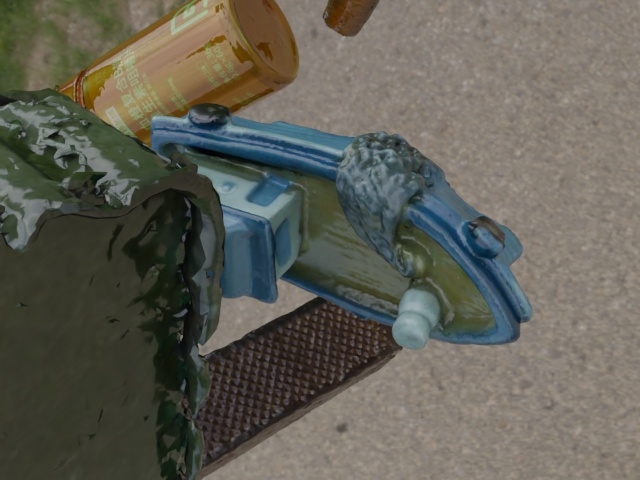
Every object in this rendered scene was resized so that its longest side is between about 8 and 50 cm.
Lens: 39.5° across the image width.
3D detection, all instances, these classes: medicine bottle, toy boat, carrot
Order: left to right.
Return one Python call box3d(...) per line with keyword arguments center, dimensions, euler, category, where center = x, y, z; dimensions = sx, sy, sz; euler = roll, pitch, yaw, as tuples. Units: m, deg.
box3d(center=(-0.119, -0.130, 0.725), dimensions=(0.191, 0.096, 0.096), euler=(-22, 66, 27), category="medicine bottle")
box3d(center=(0.000, 0.000, 0.484), dimensions=(0.237, 0.098, 0.109), euler=(18, 131, 19), category="toy boat")
box3d(center=(0.042, -0.214, 0.651), dimensions=(0.161, 0.055, 0.055), euler=(118, 140, -56), category="carrot")

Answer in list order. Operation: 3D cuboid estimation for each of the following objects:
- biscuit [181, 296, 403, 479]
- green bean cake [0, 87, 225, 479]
box3d(center=(-0.076, 0.167, 0.993), dimensions=(0.107, 0.388, 0.073), euler=(53, 144, 16), category="biscuit")
box3d(center=(-0.166, 0.078, 0.370), dimensions=(0.132, 0.241, 0.255), euler=(30, 130, 31), category="green bean cake")
